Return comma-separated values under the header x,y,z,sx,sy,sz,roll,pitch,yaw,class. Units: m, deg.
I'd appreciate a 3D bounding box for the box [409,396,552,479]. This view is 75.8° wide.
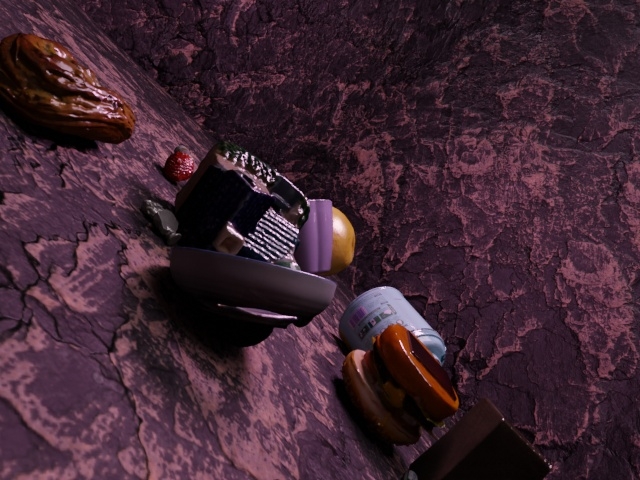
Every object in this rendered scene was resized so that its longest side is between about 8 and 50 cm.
x,y,z,sx,sy,sz,roll,pitch,yaw,class
0.347,0.519,0.934,0.143,0.273,0.184,46,1,10,box

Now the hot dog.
x,y,z,sx,sy,sz,roll,pitch,yaw,class
-0.438,-0.254,0.734,0.196,0.122,0.272,42,5,-2,hot dog

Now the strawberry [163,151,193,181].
x,y,z,sx,sy,sz,roll,pitch,yaw,class
-0.398,-0.201,1.146,0.083,0.083,0.097,47,32,-40,strawberry

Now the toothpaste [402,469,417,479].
x,y,z,sx,sy,sz,roll,pitch,yaw,class
0.183,0.519,0.852,0.049,0.031,0.204,48,4,17,toothpaste

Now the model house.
x,y,z,sx,sy,sz,roll,pitch,yaw,class
-0.161,-0.033,0.917,0.298,0.243,0.284,35,13,-25,model house

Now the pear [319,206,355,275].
x,y,z,sx,sy,sz,roll,pitch,yaw,class
0.000,0.000,1.920,0.348,0.348,0.348,49,3,-3,pear

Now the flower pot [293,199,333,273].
x,y,z,sx,sy,sz,roll,pitch,yaw,class
-0.076,0.002,1.407,0.265,0.264,0.243,32,52,-81,flower pot

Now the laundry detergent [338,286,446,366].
x,y,z,sx,sy,sz,roll,pitch,yaw,class
0.252,0.362,1.423,0.287,0.287,0.305,47,3,-39,laundry detergent

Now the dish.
x,y,z,sx,sy,sz,roll,pitch,yaw,class
-0.118,0.106,0.670,0.273,0.134,0.273,11,-10,2,dish

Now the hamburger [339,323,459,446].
x,y,z,sx,sy,sz,roll,pitch,yaw,class
0.194,0.370,1.045,0.291,0.225,0.291,46,10,-11,hamburger

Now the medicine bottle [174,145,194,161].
x,y,z,sx,sy,sz,roll,pitch,yaw,class
-0.473,-0.290,1.427,0.083,0.047,0.047,51,3,34,medicine bottle

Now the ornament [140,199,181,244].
x,y,z,sx,sy,sz,roll,pitch,yaw,class
-0.297,-0.037,0.779,0.092,0.041,0.068,50,0,38,ornament
